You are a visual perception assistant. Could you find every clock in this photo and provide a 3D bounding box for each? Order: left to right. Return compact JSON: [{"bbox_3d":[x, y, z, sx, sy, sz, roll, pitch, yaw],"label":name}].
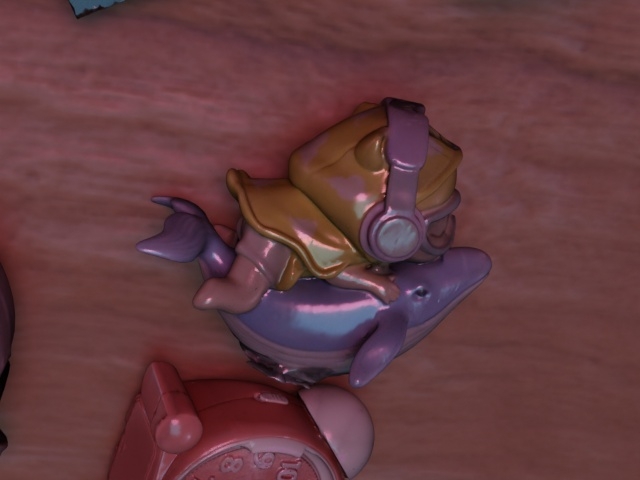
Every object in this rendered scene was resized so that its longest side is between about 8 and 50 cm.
[{"bbox_3d":[-0.055,0.160,0.696,0.162,0.093,0.165,14,109,-24],"label":"clock"}]

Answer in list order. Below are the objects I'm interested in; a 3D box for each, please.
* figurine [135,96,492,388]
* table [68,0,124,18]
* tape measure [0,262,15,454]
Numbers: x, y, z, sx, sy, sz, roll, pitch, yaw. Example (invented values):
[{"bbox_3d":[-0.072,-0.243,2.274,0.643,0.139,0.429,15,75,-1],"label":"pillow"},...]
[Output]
[{"bbox_3d":[0.000,0.000,0.617,0.209,0.128,0.183,12,108,-9],"label":"figurine"},{"bbox_3d":[-0.115,-0.237,0.506,0.122,0.111,0.240,-22,114,1],"label":"table"},{"bbox_3d":[-0.275,0.055,0.593,0.197,0.120,0.236,-12,118,2],"label":"tape measure"}]
